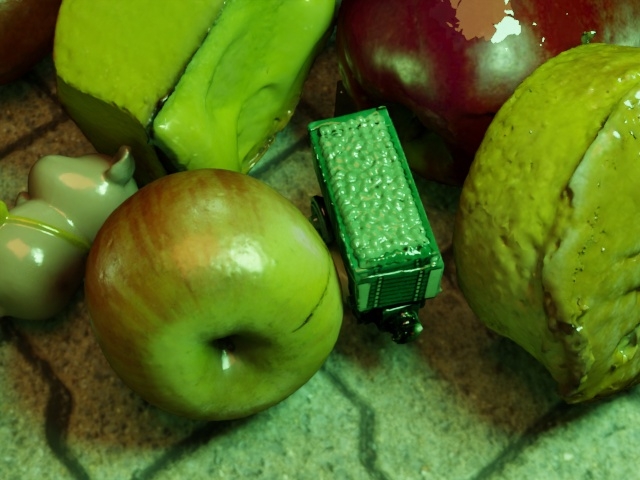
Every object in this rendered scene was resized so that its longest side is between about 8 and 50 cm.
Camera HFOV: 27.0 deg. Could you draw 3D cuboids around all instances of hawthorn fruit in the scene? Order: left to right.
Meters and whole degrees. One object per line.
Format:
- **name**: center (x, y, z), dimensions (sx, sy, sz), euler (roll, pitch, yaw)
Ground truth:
- **hawthorn fruit**: center (-0.448, -0.297, 1.769), dimensions (0.211, 0.211, 0.299), euler (23, 68, 16)

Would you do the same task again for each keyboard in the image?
- **keyboard**: center (0.042, -0.164, 1.777), dimensions (0.049, 0.015, 0.129), euler (0, 54, 7)

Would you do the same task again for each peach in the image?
- **peach**: center (-0.161, -0.228, 1.623), dimensions (0.242, 0.306, 0.380), euler (30, 99, 26)
- **peach**: center (0.225, -0.260, 1.658), dimensions (0.417, 0.353, 0.339), euler (-53, 25, -23)

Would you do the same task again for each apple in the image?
- **apple**: center (-0.117, 0.055, 1.462), dimensions (0.286, 0.286, 0.233), euler (-12, 37, -8)

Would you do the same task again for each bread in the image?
- **bread**: center (0.317, -0.019, 1.452), dimensions (0.398, 0.398, 0.215), euler (-40, 49, -24)

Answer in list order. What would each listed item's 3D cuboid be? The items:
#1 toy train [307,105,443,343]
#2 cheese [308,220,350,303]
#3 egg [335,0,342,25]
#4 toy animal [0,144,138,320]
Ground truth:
- **toy train**: center (0.054, -0.013, 1.519), dimensions (0.115, 0.154, 0.269), euler (-13, 55, -5)
- **cheese**: center (0.000, 0.000, 1.635), dimensions (0.255, 0.050, 0.127), euler (24, 58, 16)
- **egg**: center (-0.058, -0.370, 1.809), dimensions (0.282, 0.203, 0.203), euler (-7, 54, -7)
- **toy animal**: center (-0.319, -0.006, 1.581), dimensions (0.149, 0.165, 0.248), euler (39, 70, 19)
